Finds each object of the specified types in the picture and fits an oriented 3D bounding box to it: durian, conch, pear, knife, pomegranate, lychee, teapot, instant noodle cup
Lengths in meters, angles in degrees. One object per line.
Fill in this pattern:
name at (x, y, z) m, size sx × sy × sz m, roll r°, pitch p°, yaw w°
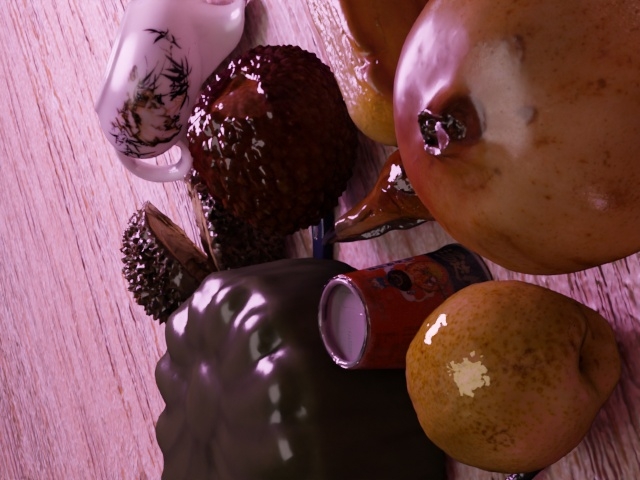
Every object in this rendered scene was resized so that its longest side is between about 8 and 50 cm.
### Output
durian at (-0.129, 0.015, 1.897) m, size 0.196 × 0.196 × 0.167 m, roll 119°, pitch 148°, yaw -45°
conch at (0.086, -0.051, 1.573) m, size 0.233 × 0.086 × 0.080 m, roll -17°, pitch 80°, yaw 58°
pear at (0.163, 0.108, 1.389) m, size 0.178 × 0.178 × 0.178 m, roll 16°, pitch 109°, yaw 59°
knife at (0.000, 0.000, 1.803) m, size 0.031 × 0.018 × 0.121 m, roll 13°, pitch 107°, yaw 52°
pomegranate at (0.179, -0.101, 1.232) m, size 0.264 × 0.264 × 0.264 m, roll 16°, pitch 109°, yaw 59°
lychee at (-0.041, -0.099, 1.715) m, size 0.188 × 0.188 × 0.188 m, roll 16°, pitch 109°, yaw 59°
teapot at (-0.186, -0.186, 1.991) m, size 0.299 × 0.166 × 0.208 m, roll 104°, pitch 164°, yaw -48°
instant noodle cup at (0.076, 0.069, 1.559) m, size 0.127 × 0.136 × 0.127 m, roll 14°, pitch 107°, yaw 58°

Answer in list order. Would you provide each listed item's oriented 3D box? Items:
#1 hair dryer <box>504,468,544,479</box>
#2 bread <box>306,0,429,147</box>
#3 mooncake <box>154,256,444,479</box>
hair dryer at (0.165, 0.314, 1.511) m, size 0.235 × 0.091 × 0.271 m, roll 33°, pitch 120°, yaw 43°
bread at (0.050, -0.208, 1.597) m, size 0.094 × 0.102 × 0.245 m, roll -57°, pitch 45°, yaw 51°
mooncake at (-0.037, 0.196, 1.718) m, size 0.356 × 0.194 × 0.356 m, roll 23°, pitch 117°, yaw 55°
